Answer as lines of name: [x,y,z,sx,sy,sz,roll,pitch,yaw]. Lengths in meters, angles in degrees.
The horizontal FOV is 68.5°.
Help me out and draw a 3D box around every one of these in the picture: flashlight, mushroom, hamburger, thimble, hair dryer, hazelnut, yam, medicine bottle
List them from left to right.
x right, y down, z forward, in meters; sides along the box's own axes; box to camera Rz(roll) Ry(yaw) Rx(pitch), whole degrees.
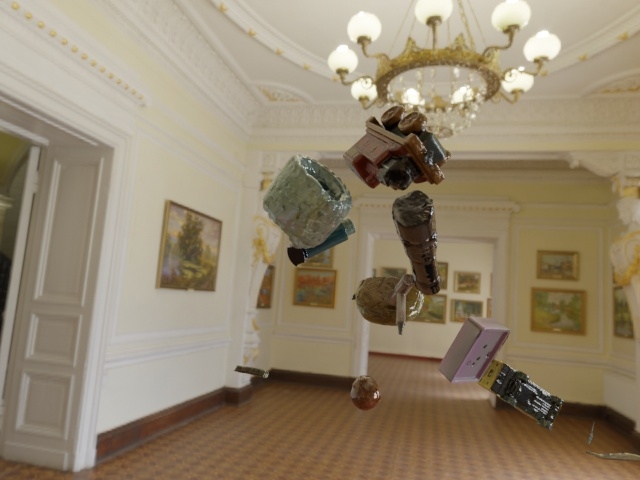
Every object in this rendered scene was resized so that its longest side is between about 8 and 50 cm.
yam: [-0.226,0.417,1.503,0.129,0.027,0.033,1,0,28]
thimble: [-0.037,-0.097,1.201,0.205,0.172,0.250,34,21,-18]
medicine bottle: [0.000,0.000,1.626,0.258,0.079,0.124,-26,8,-9]
hazelnut: [0.111,0.383,1.186,0.086,0.086,0.086,4,-7,1]
hamburger: [0.275,0.270,1.986,0.309,0.211,0.132,7,-45,14]
hair dryer: [0.297,0.263,1.753,0.054,0.220,0.195,11,-31,-5]
flashlight: [0.259,0.029,1.194,0.103,0.103,0.424,2,-29,20]
mushroom: [1.007,0.687,1.470,0.306,0.068,0.043,1,37,22]

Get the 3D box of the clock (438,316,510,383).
clock: [0.451,0.322,1.382,0.150,0.197,0.063,10,22,-37]

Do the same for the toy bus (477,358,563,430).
toy bus: [0.710,0.543,1.673,0.335,0.121,0.123,34,-10,-20]

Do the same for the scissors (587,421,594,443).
scissors: [0.965,0.682,1.673,0.036,0.083,0.006,-9,19,-42]

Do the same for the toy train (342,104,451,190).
toy train: [0.206,-0.251,1.353,0.163,0.231,0.369,45,5,-27]
